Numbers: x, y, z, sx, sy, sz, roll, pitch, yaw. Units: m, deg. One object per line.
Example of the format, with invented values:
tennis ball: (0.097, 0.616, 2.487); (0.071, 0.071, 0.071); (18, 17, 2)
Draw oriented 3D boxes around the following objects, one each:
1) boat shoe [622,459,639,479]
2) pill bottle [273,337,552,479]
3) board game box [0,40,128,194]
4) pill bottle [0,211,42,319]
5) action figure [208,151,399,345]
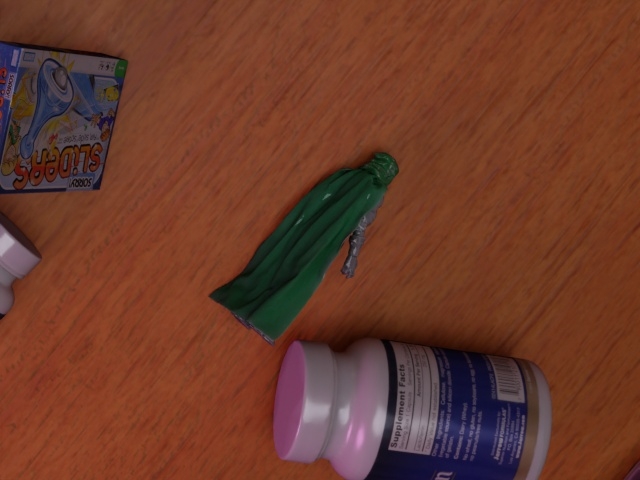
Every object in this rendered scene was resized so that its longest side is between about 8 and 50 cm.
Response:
boat shoe: (0.311, 0.355, 1.725); (0.302, 0.109, 0.094); (-43, 91, -10)
pill bottle: (0.093, 0.182, 1.606); (0.264, 0.153, 0.153); (9, 99, -13)
board game box: (-0.256, -0.114, 1.456); (0.035, 0.201, 0.136); (17, 99, 19)
pill bottle: (-0.363, 0.053, 1.507); (0.180, 0.108, 0.108); (-44, 106, 0)
action figure: (0.000, 0.000, 1.581); (0.232, 0.137, 0.063); (-49, 130, -8)
